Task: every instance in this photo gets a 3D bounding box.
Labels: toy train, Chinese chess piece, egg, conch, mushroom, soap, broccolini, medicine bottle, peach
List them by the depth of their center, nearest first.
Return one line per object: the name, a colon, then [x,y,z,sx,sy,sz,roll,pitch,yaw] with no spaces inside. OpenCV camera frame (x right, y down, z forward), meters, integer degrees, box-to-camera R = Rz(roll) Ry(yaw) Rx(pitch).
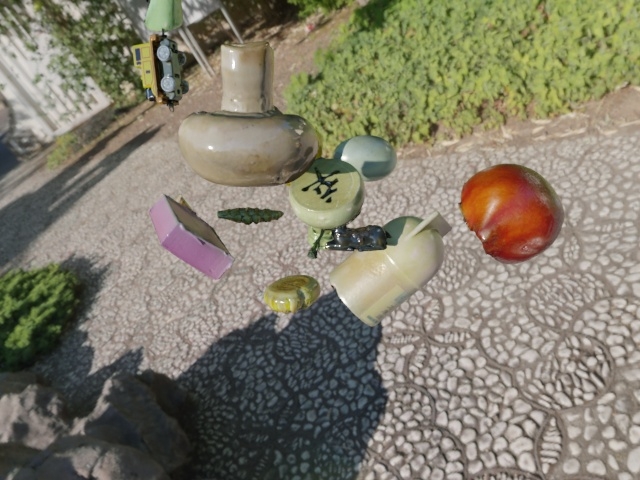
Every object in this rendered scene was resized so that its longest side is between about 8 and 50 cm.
mushroom: [-0.147,-0.256,1.077,0.292,0.290,0.292,2,13,-1]
Chinese chess piece: [0.016,-0.118,1.276,0.188,0.083,0.188,-5,53,7]
peach: [0.499,-0.082,1.328,0.201,0.257,0.362,-34,-2,29]
soap: [-0.340,-0.012,1.351,0.081,0.181,0.259,-51,32,2]
toy train: [-0.436,-0.458,1.408,0.127,0.219,0.089,-1,10,17]
broccolini: [0.000,0.000,1.612,0.140,0.035,0.030,-62,5,-30]
medicine bottle: [0.249,0.066,1.681,0.406,0.236,0.235,-42,27,12]
conch: [-0.558,-0.855,1.820,0.137,0.250,0.143,3,36,-3]
egg: [0.177,-0.325,2.050,0.264,0.183,0.183,1,23,-18]

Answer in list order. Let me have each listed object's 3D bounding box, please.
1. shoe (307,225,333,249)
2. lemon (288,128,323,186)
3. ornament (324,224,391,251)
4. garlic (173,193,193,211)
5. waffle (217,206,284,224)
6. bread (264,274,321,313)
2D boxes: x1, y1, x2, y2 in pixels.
shoe: [0.022,-0.034,1.942,0.140,0.128,0.262,-8,-6,-9]
lemon: [-0.104,-0.331,1.950,0.233,0.233,0.288,-12,39,33]
ornament: [0.107,-0.083,1.520,0.202,0.236,0.080,-2,20,4]
garlic: [-0.461,-0.057,1.750,0.101,0.195,0.087,-32,37,-6]
waffle: [-0.213,-0.080,1.573,0.183,0.036,0.169,10,15,35]
bread: [-0.104,0.201,1.911,0.213,0.104,0.213,-5,23,2]
